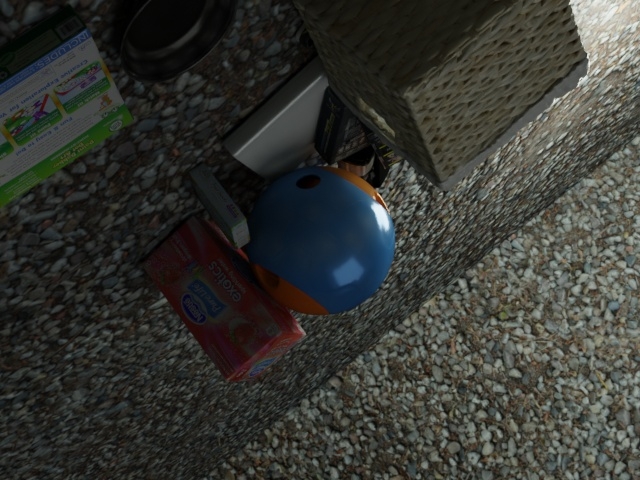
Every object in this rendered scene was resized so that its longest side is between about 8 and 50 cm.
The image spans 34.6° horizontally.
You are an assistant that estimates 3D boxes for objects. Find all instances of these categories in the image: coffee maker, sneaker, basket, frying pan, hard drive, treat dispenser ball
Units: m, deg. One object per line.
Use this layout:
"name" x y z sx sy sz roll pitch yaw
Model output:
"coffee maker" 0.098 -0.188 2.122 0.171 0.120 0.178 -36 161 -10
"sneaker" -0.011 -0.354 1.697 0.031 0.035 0.083 -23 155 -40
"basket" 0.191 -0.327 1.619 0.331 0.328 0.266 -40 147 -5
"frying pan" -0.156 -0.348 1.435 0.326 0.053 0.197 -44 160 7
"hard drive" -0.001 -0.257 1.909 0.353 0.047 0.233 -42 160 6
"treat dispenser ball" 0.000 0.000 1.972 0.288 0.288 0.288 -34 160 -14

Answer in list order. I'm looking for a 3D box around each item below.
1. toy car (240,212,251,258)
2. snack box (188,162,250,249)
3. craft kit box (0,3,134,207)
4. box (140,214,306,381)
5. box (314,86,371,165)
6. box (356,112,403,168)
"toy car" -0.096 0.033 2.155 0.155 0.188 0.149 -44 159 14
"snack box" -0.183 -0.061 1.870 0.037 0.141 0.100 -33 159 -14
"craft kit box" -0.395 -0.171 1.396 0.250 0.061 0.246 -35 157 -10
"box" -0.190 0.115 2.005 0.154 0.300 0.142 -41 162 9
"box" 0.105 -0.257 1.939 0.233 0.059 0.183 -30 159 -23
"box" 0.208 -0.244 1.879 0.270 0.060 0.216 -27 164 6
